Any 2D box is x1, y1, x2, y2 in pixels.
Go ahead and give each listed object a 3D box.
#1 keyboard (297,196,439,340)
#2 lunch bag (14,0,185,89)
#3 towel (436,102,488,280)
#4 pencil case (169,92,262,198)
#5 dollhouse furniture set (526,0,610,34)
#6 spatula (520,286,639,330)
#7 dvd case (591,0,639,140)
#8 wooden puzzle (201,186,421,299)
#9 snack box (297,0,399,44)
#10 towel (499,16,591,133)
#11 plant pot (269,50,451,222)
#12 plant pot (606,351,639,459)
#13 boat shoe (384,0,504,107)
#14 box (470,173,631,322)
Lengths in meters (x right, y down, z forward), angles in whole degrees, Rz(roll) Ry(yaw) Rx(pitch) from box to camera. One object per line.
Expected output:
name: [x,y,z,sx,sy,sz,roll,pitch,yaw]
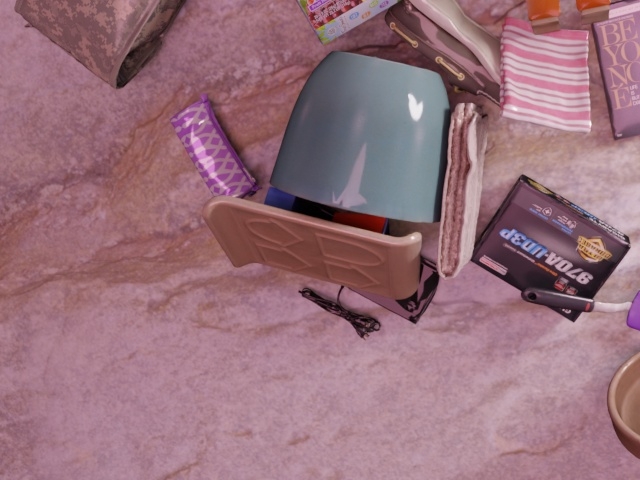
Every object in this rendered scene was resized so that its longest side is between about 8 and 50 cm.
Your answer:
keyboard: [0.054,0.063,1.653,0.317,0.033,0.201,29,109,5]
lunch bag: [-0.370,-0.439,1.525,0.235,0.169,0.287,38,109,0]
towel: [0.238,-0.085,1.447,0.049,0.187,0.282,7,99,17]
pencil case: [-0.193,-0.159,1.613,0.088,0.086,0.206,-27,100,34]
dollhouse furniture set: [0.308,-0.451,1.327,0.259,0.135,0.262,-8,93,17]
spatula: [0.486,0.112,1.505,0.296,0.030,0.084,9,114,-9]
dvd case: [0.537,-0.285,1.413,0.164,0.018,0.221,-11,104,18]
wooden puzzle: [0.000,0.000,1.499,0.348,0.322,0.080,10,73,9]
snack box: [0.047,-0.436,1.372,0.207,0.070,0.174,-28,75,5]
towel: [0.355,-0.263,1.382,0.144,0.197,0.029,9,153,-3]
plant pot: [0.081,-0.179,1.438,0.293,0.293,0.235,13,99,10]
plant pot: [0.642,0.332,1.491,0.263,0.263,0.229,-14,122,19]
boat shoe: [0.240,-0.301,1.444,0.305,0.109,0.091,41,129,-6]
box: [0.397,0.014,1.532,0.220,0.051,0.175,32,113,3]
